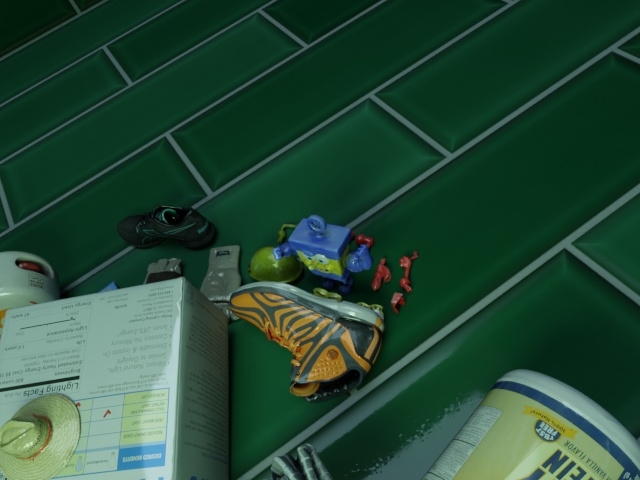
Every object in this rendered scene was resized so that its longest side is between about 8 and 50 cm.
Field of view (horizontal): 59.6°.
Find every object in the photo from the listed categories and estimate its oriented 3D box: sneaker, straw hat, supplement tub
[{"bbox_3d":[-0.053,0.189,1.045,0.321,0.124,0.180,8,56,23],"label":"sneaker"},{"bbox_3d":[-0.441,0.292,0.833,0.144,0.061,0.144,-8,60,14],"label":"straw hat"},{"bbox_3d":[-0.382,-0.046,1.343,0.267,0.106,0.101,0,56,20],"label":"sneaker"},{"bbox_3d":[0.257,0.360,0.748,0.228,0.228,0.316,33,69,34],"label":"supplement tub"}]

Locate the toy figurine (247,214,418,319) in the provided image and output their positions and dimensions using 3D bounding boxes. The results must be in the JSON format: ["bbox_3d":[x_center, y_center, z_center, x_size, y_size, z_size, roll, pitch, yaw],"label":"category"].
[{"bbox_3d":[0.000,0.000,1.110,0.363,0.217,0.191,16,61,27],"label":"toy figurine"}]

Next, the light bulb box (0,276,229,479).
[{"bbox_3d":[-0.360,0.293,0.976,0.358,0.225,0.361,-11,61,10],"label":"light bulb box"}]

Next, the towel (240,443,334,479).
[{"bbox_3d":[0.023,0.438,0.765,0.121,0.235,0.283,-34,53,-13],"label":"towel"}]

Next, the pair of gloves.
[{"bbox_3d":[-0.288,0.110,1.234,0.240,0.042,0.204,-12,46,2],"label":"pair of gloves"}]

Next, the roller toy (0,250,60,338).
[{"bbox_3d":[-0.688,0.131,1.250,0.191,0.209,0.146,-13,50,-17],"label":"roller toy"}]

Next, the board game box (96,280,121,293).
[{"bbox_3d":[-0.478,0.209,1.223,0.160,0.039,0.211,-35,52,-9],"label":"board game box"}]
